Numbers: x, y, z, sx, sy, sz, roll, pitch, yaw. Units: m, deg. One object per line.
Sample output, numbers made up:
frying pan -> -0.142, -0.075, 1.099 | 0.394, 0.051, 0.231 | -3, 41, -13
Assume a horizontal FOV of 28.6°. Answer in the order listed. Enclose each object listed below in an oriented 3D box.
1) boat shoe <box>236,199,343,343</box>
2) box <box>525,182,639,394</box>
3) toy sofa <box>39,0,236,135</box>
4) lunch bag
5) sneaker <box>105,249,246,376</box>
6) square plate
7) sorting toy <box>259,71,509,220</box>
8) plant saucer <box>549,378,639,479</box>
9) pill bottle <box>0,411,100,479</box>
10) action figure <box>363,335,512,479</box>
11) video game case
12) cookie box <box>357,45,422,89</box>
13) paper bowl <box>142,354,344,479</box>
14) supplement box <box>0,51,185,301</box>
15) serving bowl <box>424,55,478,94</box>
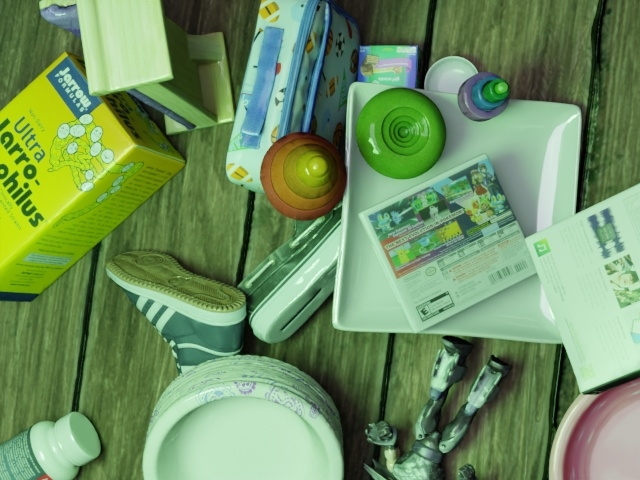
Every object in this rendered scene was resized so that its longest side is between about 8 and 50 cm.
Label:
boat shoe -> 0.000, 0.000, 1.846 | 0.335, 0.121, 0.119 | -44, 66, 4
box -> 0.449, 0.039, 1.636 | 0.322, 0.058, 0.232 | -28, 69, 30
toy sofa -> -0.255, -0.253, 1.817 | 0.177, 0.362, 0.150 | -10, 84, 9
lunch bag -> -0.038, -0.200, 1.808 | 0.115, 0.243, 0.303 | 10, 88, 17
sneaker -> -0.224, 0.121, 1.917 | 0.282, 0.099, 0.153 | 21, 124, 38
square plate -> 0.192, -0.035, 1.768 | 0.347, 0.049, 0.344 | 5, 87, -12
sorting toy -> 0.099, -0.140, 1.664 | 0.365, 0.126, 0.127 | -24, 91, -11
plant saucer -> 0.480, 0.321, 1.701 | 0.332, 0.084, 0.332 | -1, 86, 16
pill bottle -> -0.441, 0.345, 1.962 | 0.180, 0.108, 0.108 | -31, 78, 13
action figure -> 0.163, 0.281, 1.794 | 0.185, 0.099, 0.285 | 26, 97, 11
video game case -> 0.178, 0.003, 1.728 | 0.201, 0.023, 0.183 | -25, 94, -11
cookie box -> 0.102, -0.235, 1.874 | 0.092, 0.040, 0.107 | 2, 88, 16
paper bowl -> -0.109, 0.294, 1.810 | 0.284, 0.148, 0.284 | 0, 115, 0
supplement box -> -0.424, -0.089, 1.941 | 0.356, 0.195, 0.194 | -41, 76, 10
serving bowl -> 0.196, -0.229, 1.852 | 0.083, 0.027, 0.083 | -1, 87, 16
